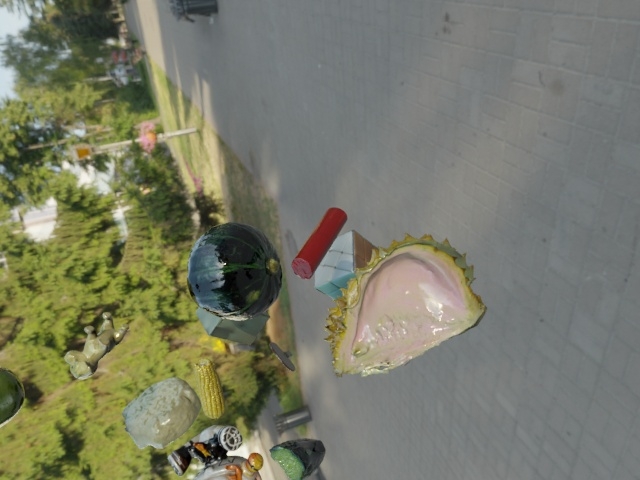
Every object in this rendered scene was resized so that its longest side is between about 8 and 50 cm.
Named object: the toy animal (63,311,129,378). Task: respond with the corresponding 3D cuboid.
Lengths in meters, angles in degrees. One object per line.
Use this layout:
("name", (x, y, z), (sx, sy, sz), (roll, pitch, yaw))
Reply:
("toy animal", (-0.775, 0.363, 1.722), (0.169, 0.121, 0.233), (-65, -6, 34))

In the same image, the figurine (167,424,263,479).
("figurine", (-0.308, 0.768, 1.594), (0.323, 0.320, 0.196), (65, -170, 2))

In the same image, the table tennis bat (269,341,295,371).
("table tennis bat", (-0.155, 0.494, 2.120), (0.154, 0.021, 0.274), (48, 178, 10))

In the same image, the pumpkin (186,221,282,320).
("pumpkin", (-0.236, 0.092, 1.474), (0.315, 0.238, 0.315), (39, -136, -52))

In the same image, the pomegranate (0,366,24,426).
("pomegranate", (-0.853, 0.371, 1.231), (0.224, 0.181, 0.181), (67, 165, -9))

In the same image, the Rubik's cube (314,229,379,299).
("Rubik's cube", (0.129, 0.126, 2.178), (0.231, 0.224, 0.221), (-26, 47, 32))

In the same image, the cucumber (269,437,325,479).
("cucumber", (-0.050, 0.620, 1.425), (0.115, 0.085, 0.193), (61, -163, 23))

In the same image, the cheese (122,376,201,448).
("cheese", (-0.650, 0.699, 2.010), (0.318, 0.326, 0.115), (-77, -33, -61))

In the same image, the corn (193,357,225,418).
("corn", (-0.304, 0.410, 1.362), (0.067, 0.067, 0.206), (-130, 29, -57))

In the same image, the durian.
("durian", (0.140, 0.081, 0.849), (0.185, 0.305, 0.196), (-110, 6, -53))

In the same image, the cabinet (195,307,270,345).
("cabinet", (-0.332, 0.282, 1.886), (0.145, 0.206, 0.150), (-55, 45, 8))

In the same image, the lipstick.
("lipstick", (0.001, 0.000, 1.408), (0.280, 0.073, 0.073), (-56, -28, -48))
